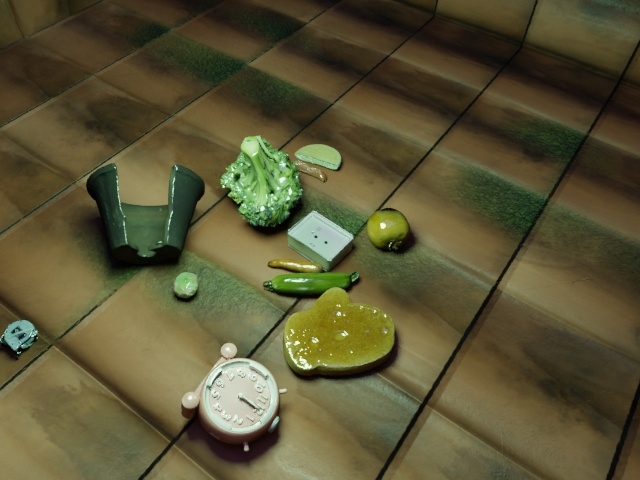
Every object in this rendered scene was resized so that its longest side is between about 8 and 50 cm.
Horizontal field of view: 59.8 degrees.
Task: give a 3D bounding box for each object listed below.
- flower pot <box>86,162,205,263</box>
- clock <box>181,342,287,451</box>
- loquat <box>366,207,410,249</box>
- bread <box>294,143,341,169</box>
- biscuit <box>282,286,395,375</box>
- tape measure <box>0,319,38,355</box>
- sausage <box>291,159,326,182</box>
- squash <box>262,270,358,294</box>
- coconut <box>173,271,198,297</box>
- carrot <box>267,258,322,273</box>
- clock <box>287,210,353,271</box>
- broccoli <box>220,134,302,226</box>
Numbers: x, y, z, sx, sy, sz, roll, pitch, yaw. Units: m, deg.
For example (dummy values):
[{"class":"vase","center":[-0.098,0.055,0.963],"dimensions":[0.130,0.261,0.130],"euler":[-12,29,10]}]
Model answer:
[{"class":"flower pot","center":[-0.566,-0.068,1.824],"dimensions":[0.378,0.379,0.251],"euler":[-5,71,-7]},{"class":"clock","center":[-0.221,0.440,1.510],"dimensions":[0.241,0.142,0.227],"euler":[30,55,9]},{"class":"loquat","center":[0.235,-0.040,1.926],"dimensions":[0.163,0.137,0.163],"euler":[15,45,-15]},{"class":"bread","center":[0.005,-0.342,2.235],"dimensions":[0.192,0.036,0.112],"euler":[19,47,18]},{"class":"biscuit","center":[0.051,0.276,1.701],"dimensions":[0.343,0.057,0.288],"euler":[-7,51,-8]},{"class":"tape measure","center":[-0.892,0.285,1.650],"dimensions":[0.091,0.054,0.094],"euler":[25,55,10]},{"class":"sausage","center":[-0.043,-0.272,2.174],"dimensions":[0.157,0.042,0.036],"euler":[27,16,17]},{"class":"squash","center":[-0.027,0.137,1.803],"dimensions":[0.318,0.071,0.080],"euler":[-4,45,-7]},{"class":"coconut","center":[-0.429,0.144,1.776],"dimensions":[0.083,0.081,0.082],"euler":[-13,64,-24]},{"class":"carrot","center":[-0.086,0.086,1.864],"dimensions":[0.190,0.047,0.047],"euler":[8,50,7]},{"class":"clock","center":[0.000,0.000,1.921],"dimensions":[0.191,0.071,0.147],"euler":[33,56,23]},{"class":"broccoli","center":[-0.227,-0.206,1.964],"dimensions":[0.249,0.302,0.376],"euler":[-23,48,29]}]
